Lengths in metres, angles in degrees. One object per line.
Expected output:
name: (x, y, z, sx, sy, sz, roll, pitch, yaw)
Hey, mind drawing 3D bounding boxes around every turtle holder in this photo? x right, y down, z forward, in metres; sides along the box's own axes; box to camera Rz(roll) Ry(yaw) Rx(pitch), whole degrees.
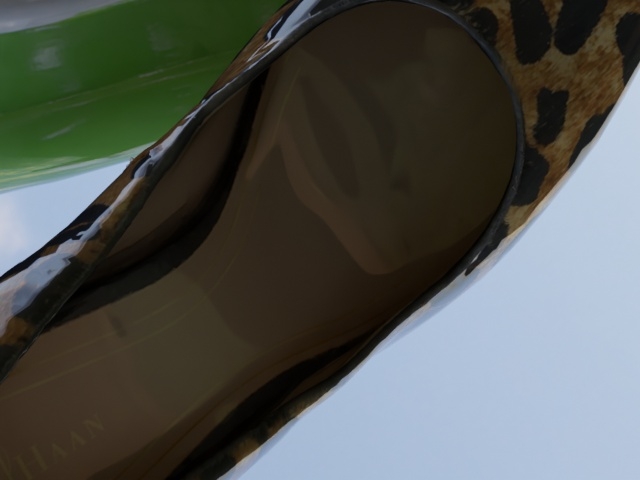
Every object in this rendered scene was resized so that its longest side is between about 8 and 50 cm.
turtle holder: (-0.114, -0.121, 0.683, 0.320, 0.243, 0.227, -57, -48, -76)

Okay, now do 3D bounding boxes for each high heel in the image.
high heel: (0.000, 0.000, 0.349, 0.093, 0.261, 0.186, 53, -176, -9)
